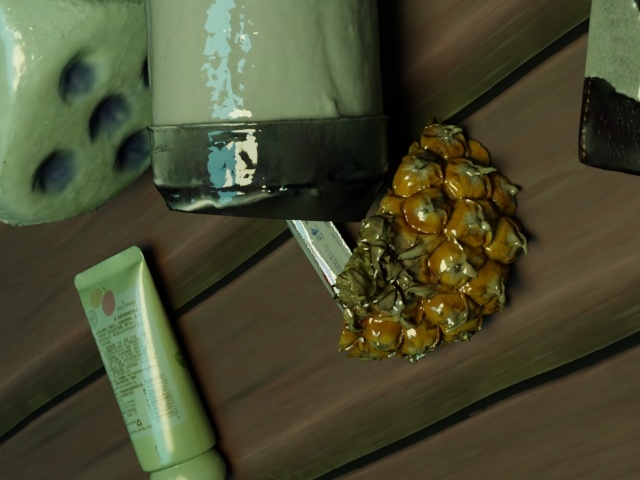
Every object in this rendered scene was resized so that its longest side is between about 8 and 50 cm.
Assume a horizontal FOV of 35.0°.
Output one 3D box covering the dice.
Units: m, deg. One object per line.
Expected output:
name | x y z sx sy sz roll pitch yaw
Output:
dice | -0.305 -0.198 1.055 0.268 0.265 0.262 37 122 22

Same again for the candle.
candle | -0.049 -0.185 0.902 0.221 0.221 0.342 2 95 35

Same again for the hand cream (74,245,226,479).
hand cream | -0.206 0.167 1.211 0.147 0.093 0.305 -23 89 43

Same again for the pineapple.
pineapple | 0.098 0.024 0.899 0.140 0.164 0.249 24 97 17

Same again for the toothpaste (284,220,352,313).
toothpaste | 0.000 0.000 1.033 0.040 0.047 0.196 -32 84 -5

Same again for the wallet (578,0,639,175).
wallet | 0.320 -0.144 0.757 0.262 0.071 0.220 15 114 38
